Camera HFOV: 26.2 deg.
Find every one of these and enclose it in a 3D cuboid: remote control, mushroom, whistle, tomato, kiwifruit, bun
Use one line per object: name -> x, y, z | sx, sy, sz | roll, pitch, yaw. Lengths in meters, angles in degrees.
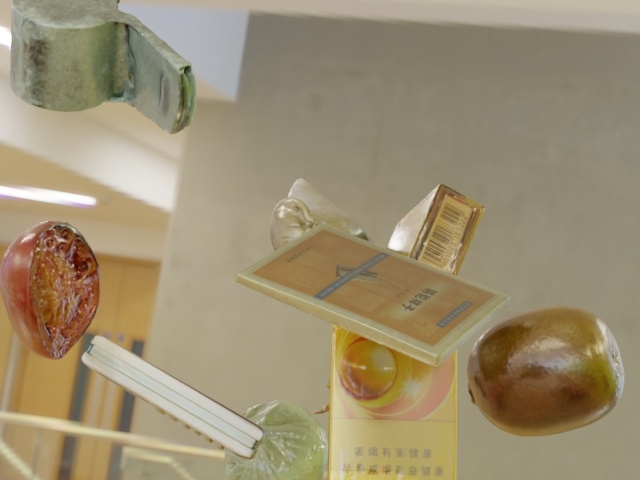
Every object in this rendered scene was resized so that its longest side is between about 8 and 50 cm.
remote control -> -0.210, 0.228, 1.967 | 0.277, 0.055, 0.103 | 29, -11, 4
mushroom -> 0.000, 0.000, 2.094 | 0.177, 0.126, 0.397 | 47, 4, -4
whistle -> -0.377, -0.318, 2.381 | 0.405, 0.168, 0.188 | 17, 34, 11
tomato -> -0.347, 0.051, 1.707 | 0.082, 0.174, 0.166 | 4, 35, 19
kiwifruit -> 0.334, 0.199, 2.071 | 0.234, 0.196, 0.196 | -22, -17, 18
bun -> -0.083, 0.348, 2.259 | 0.195, 0.195, 0.118 | 2, -29, 47

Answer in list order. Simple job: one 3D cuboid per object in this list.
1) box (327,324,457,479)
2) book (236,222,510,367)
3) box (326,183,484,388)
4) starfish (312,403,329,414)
box -> 0.085, 0.174, 1.622 | 0.152, 0.269, 0.043 | 3, -13, -4
book -> 0.056, 0.051, 1.440 | 0.242, 0.018, 0.170 | 21, 30, 25
box -> 0.125, 0.086, 2.027 | 0.084, 0.301, 0.193 | 27, -23, -6
starfish -> 0.030, 0.297, 2.454 | 0.086, 0.016, 0.092 | -18, -10, 25
